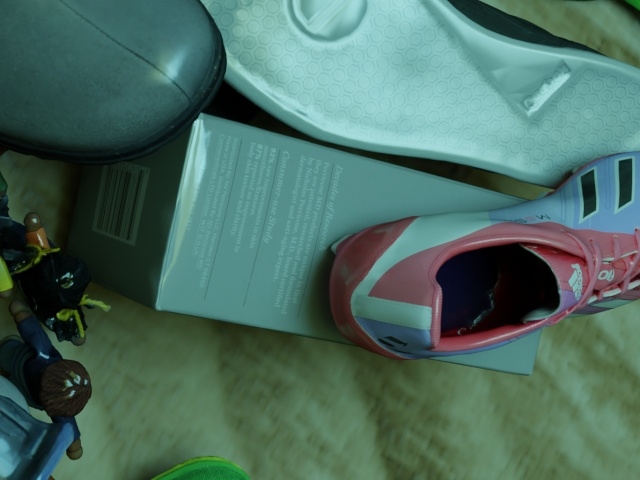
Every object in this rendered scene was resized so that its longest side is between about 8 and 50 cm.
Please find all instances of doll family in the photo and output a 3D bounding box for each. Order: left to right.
[{"bbox_3d":[-0.153,0.014,0.699,0.076,0.111,0.193,-39,106,-25],"label":"doll family"}]

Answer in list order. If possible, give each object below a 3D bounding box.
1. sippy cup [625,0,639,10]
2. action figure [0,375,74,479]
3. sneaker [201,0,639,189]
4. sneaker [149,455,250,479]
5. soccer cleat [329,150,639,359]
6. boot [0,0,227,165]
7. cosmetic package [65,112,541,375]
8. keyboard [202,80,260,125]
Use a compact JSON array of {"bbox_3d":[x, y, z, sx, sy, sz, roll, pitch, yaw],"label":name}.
[{"bbox_3d":[0.216,-0.278,0.857,0.305,0.224,0.240,24,77,-26],"label":"sippy cup"},{"bbox_3d":[-0.190,0.040,0.577,0.330,0.341,0.178,55,46,-15],"label":"action figure"},{"bbox_3d":[0.039,-0.102,0.805,0.295,0.147,0.105,17,97,-18],"label":"sneaker"},{"bbox_3d":[-0.106,0.243,0.705,0.109,0.123,0.296,43,68,-20],"label":"sneaker"},{"bbox_3d":[0.120,0.010,0.706,0.248,0.095,0.083,-11,106,-28],"label":"soccer cleat"},{"bbox_3d":[-0.195,-0.156,0.562,0.338,0.223,0.118,31,81,3],"label":"boot"},{"bbox_3d":[0.000,0.000,0.762,0.238,0.127,0.107,9,93,-34],"label":"cosmetic package"},{"bbox_3d":[-0.134,-0.188,0.768,0.317,0.033,0.201,42,75,-22],"label":"keyboard"}]
